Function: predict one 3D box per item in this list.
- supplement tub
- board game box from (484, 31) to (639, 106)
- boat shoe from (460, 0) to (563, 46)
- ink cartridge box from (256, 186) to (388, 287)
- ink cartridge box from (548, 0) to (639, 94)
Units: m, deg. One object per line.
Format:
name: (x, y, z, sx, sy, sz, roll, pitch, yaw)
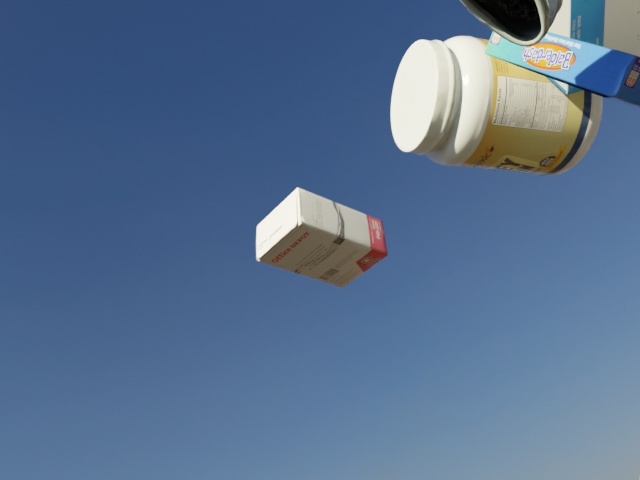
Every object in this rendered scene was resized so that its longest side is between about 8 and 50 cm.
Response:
supplement tub: (0.307, -0.239, 1.172, 0.316, 0.228, 0.228, 3, -37, -16)
board game box: (0.319, -0.196, 0.759, 0.160, 0.210, 0.047, 8, -67, -30)
boat shoe: (0.118, -0.250, 0.529, 0.227, 0.081, 0.079, 38, -40, -20)
ink cartridge box: (0.000, 0.000, 1.310, 0.217, 0.092, 0.158, 18, -40, -32)
ink cartridge box: (0.444, -0.349, 0.969, 0.232, 0.171, 0.168, -14, -54, 1)
